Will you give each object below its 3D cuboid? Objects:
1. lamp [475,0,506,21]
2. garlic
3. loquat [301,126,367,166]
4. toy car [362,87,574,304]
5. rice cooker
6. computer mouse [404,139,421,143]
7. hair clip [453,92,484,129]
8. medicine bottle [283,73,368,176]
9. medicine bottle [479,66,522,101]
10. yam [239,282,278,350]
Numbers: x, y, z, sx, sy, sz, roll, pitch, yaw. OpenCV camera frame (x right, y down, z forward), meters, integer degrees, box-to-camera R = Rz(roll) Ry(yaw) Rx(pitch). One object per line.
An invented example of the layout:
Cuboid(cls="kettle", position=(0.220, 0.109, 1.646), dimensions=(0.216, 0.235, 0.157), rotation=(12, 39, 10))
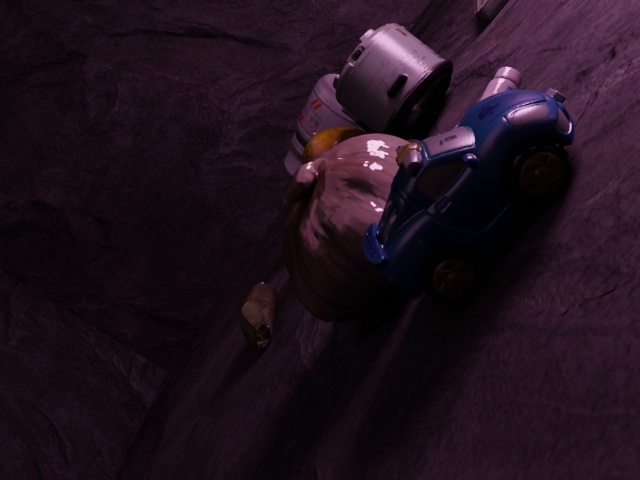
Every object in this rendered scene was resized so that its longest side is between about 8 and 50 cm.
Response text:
Cuboid(cls="lamp", position=(0.478, -0.683, 1.782), dimensions=(0.269, 0.047, 0.266), rotation=(-51, 11, 30))
Cuboid(cls="garlic", position=(0.059, -0.020, 1.186), dimensions=(0.322, 0.241, 0.322), rotation=(-58, -13, -21))
Cuboid(cls="loquat", position=(0.049, -0.185, 1.838), dimensions=(0.213, 0.213, 0.246), rotation=(-52, 11, 25))
Cuboid(cls="toy car", position=(0.173, -0.073, 0.908), dimensions=(0.314, 0.166, 0.198), rotation=(-53, 13, 17))
Cuboid(cls="rice cooker", position=(0.174, -0.347, 1.652), dimensions=(0.241, 0.227, 0.280), rotation=(-51, -11, 9))
Cuboid(cls="computer mouse", position=(0.162, -0.162, 1.594), dimensions=(0.120, 0.057, 0.232), rotation=(-57, 9, -6))
Cuboid(cls="hair clip", position=(0.241, -0.182, 1.290), dimensions=(0.214, 0.056, 0.062), rotation=(-42, -1, 28))
Cuboid(cls="medicine bottle", position=(0.041, -0.318, 2.188), dimensions=(0.306, 0.245, 0.245), rotation=(-60, 6, 29))
Cuboid(cls="medicine bottle", position=(0.293, -0.236, 1.176), dimensions=(0.089, 0.052, 0.052), rotation=(-60, 10, -23))
Cuboid(cls="yam", position=(-0.167, 0.202, 1.941), dimensions=(0.106, 0.106, 0.259), rotation=(-54, 8, 13))
